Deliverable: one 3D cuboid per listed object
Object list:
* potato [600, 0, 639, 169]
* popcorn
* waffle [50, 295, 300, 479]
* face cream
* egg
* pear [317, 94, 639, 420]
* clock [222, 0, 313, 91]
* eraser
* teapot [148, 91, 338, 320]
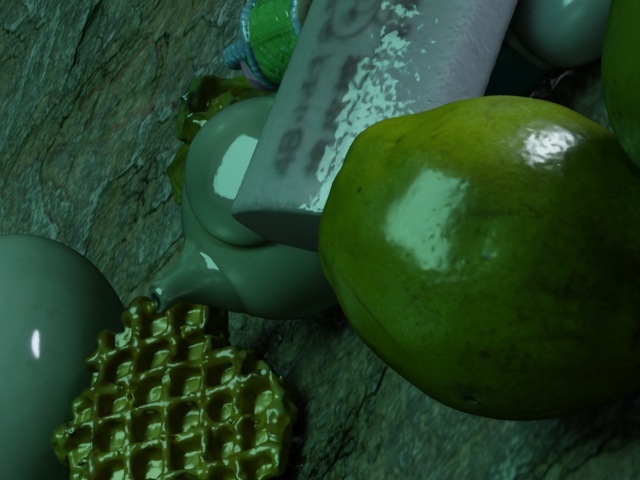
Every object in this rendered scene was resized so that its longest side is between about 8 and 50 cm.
[{"bbox_3d":[0.280,-0.166,1.022,0.216,0.216,0.304,17,89,65],"label":"potato"},{"bbox_3d":[-0.073,-0.089,1.712,0.173,0.142,0.173,-174,90,-79],"label":"popcorn"},{"bbox_3d":[-0.117,0.150,1.539,0.253,0.056,0.249,15,67,37],"label":"waffle"},{"bbox_3d":[0.211,-0.215,1.343,0.336,0.080,0.163,-51,26,23],"label":"face cream"},{"bbox_3d":[-0.315,0.172,1.720,0.276,0.276,0.389,-31,37,48],"label":"egg"},{"bbox_3d":[0.120,0.011,1.134,0.269,0.212,0.212,22,83,31],"label":"pear"},{"bbox_3d":[0.014,-0.184,1.576,0.195,0.194,0.100,-14,86,64],"label":"clock"},{"bbox_3d":[0.047,-0.124,1.346,0.174,0.095,0.270,6,71,46],"label":"eraser"},{"bbox_3d":[0.011,-0.036,1.474,0.318,0.149,0.220,-4,68,32],"label":"teapot"}]
